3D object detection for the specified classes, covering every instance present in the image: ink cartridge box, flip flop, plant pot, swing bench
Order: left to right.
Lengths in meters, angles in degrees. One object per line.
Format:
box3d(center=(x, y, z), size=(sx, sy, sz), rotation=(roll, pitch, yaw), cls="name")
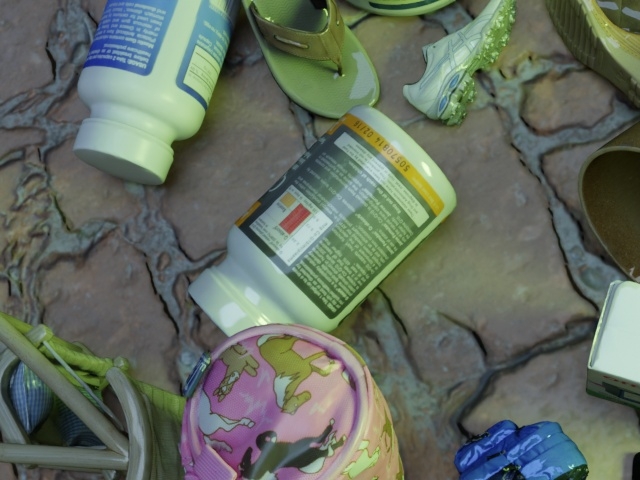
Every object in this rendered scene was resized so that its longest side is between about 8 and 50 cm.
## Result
box3d(center=(-0.232, 0.198, 1.108), size=(0.255, 0.253, 0.165), rotation=(20, 80, 17), cls="swing bench")
box3d(center=(-0.024, -0.258, 1.229), size=(0.112, 0.080, 0.277), rotation=(-31, 105, -8), cls="flip flop")
box3d(center=(0.339, 0.116, 1.024), size=(0.154, 0.212, 0.093), rotation=(16, 79, 16), cls="ink cartridge box")
box3d(center=(0.430, -0.076, 1.073), size=(0.254, 0.237, 0.237), rotation=(-42, 69, -18), cls="plant pot")

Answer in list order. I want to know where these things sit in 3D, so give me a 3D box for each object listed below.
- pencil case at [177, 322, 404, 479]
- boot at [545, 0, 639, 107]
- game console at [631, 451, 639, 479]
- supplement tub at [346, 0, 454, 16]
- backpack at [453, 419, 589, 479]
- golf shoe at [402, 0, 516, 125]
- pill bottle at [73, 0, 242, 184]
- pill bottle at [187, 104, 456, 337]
box3d(center=(-0.012, 0.207, 0.991), size=(0.167, 0.386, 0.160), rotation=(2, 67, 11), cls="pencil case")
box3d(center=(0.390, -0.258, 1.206), size=(0.207, 0.090, 0.248), rotation=(-28, 65, -11), cls="boot")
box3d(center=(0.374, 0.278, 1.077), size=(0.107, 0.071, 0.122), rotation=(-7, 70, 42), cls="game console")
box3d(center=(0.075, -0.416, 1.175), size=(0.235, 0.325, 0.235), rotation=(-3, 74, 11), cls="supplement tub")
box3d(center=(0.203, 0.231, 1.084), size=(0.120, 0.098, 0.101), rotation=(-32, 67, 3), cls="backpack")
box3d(center=(0.160, -0.223, 1.241), size=(0.086, 0.069, 0.176), rotation=(29, 81, 24), cls="golf shoe")
box3d(center=(-0.196, -0.211, 1.270), size=(0.152, 0.152, 0.272), rotation=(14, 78, 16), cls="pill bottle")
box3d(center=(0.000, 0.000, 1.161), size=(0.278, 0.162, 0.162), rotation=(-44, 70, -3), cls="pill bottle")
